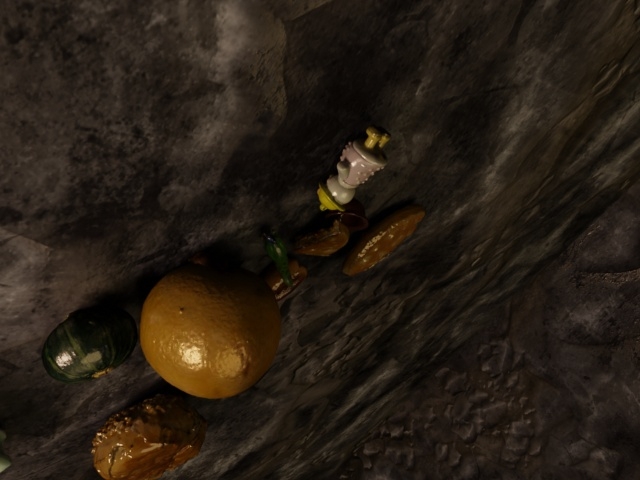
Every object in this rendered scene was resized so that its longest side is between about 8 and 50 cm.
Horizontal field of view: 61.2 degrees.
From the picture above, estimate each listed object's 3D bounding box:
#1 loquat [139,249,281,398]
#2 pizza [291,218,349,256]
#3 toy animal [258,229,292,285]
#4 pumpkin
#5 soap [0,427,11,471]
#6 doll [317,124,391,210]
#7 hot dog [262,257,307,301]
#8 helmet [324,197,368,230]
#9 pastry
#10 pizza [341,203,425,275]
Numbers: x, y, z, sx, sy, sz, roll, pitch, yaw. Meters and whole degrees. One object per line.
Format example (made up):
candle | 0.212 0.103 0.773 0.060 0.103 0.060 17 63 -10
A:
loquat | -0.204 0.155 1.025 0.274 0.275 0.275 -25 149 -16
pizza | 0.000 0.000 1.180 0.130 0.041 0.178 -13 164 2
toy animal | -0.091 0.024 1.115 0.041 0.075 0.217 -29 154 -9
pumpkin | -0.413 0.185 0.974 0.167 0.125 0.167 -16 168 -4
soap | -0.729 0.388 0.981 0.172 0.095 0.290 -28 149 -10
doll | 0.061 -0.130 1.037 0.129 0.081 0.207 -13 148 -54
hot dog | -0.098 0.094 1.228 0.140 0.060 0.089 -48 144 10
helmet | 0.058 -0.064 1.150 0.089 0.057 0.111 -4 161 21
pastry | -0.428 0.489 1.358 0.255 0.162 0.311 -28 151 -9
pizza | 0.145 -0.008 1.314 0.246 0.058 0.127 -44 148 13
